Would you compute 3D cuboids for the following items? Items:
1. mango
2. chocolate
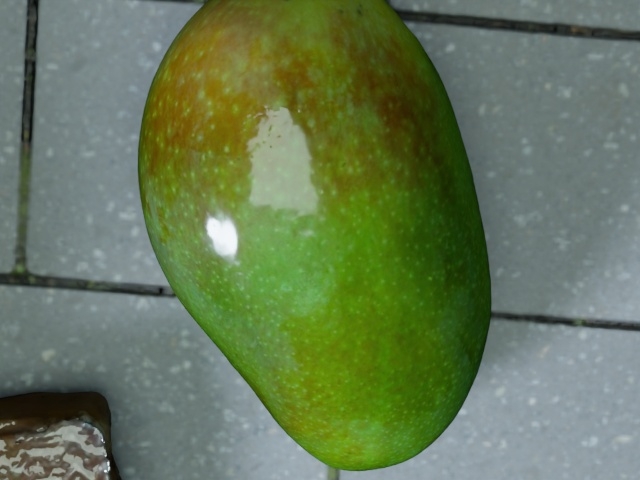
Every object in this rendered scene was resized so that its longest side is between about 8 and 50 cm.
[{"bbox_3d":[0.000,0.000,1.087,0.225,0.201,0.382,-23,115,-18],"label":"mango"},{"bbox_3d":[-0.215,0.224,1.186,0.148,0.093,0.214,-4,103,1],"label":"chocolate"}]
